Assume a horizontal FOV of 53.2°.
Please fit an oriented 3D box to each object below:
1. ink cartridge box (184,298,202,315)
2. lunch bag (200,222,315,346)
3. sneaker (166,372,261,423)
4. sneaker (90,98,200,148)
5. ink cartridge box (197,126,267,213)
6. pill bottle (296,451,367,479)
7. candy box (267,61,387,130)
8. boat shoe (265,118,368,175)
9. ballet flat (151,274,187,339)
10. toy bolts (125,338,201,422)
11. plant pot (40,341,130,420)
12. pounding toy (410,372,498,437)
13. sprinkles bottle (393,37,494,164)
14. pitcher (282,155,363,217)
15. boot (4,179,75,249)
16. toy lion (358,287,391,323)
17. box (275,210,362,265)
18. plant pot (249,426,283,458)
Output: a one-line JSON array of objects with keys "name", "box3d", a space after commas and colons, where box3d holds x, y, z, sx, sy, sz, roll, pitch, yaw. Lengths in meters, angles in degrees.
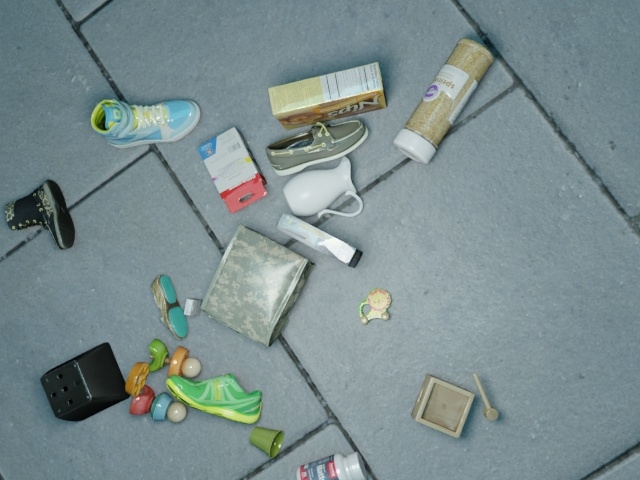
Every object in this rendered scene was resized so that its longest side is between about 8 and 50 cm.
[{"name": "ink cartridge box", "box3d": [-0.383, 0.199, 1.911, 0.028, 0.083, 0.048, 9, 87, 10]}, {"name": "lunch bag", "box3d": [-0.183, 0.136, 1.842, 0.235, 0.169, 0.287, 27, 86, 10]}, {"name": "sneaker", "box3d": [-0.304, 0.435, 1.841, 0.295, 0.109, 0.124, 25, 71, -23]}, {"name": "sneaker", "box3d": [-0.534, -0.365, 1.919, 0.319, 0.208, 0.127, -16, 82, 7]}, {"name": "ink cartridge box", "box3d": [-0.255, -0.205, 1.926, 0.134, 0.078, 0.231, -28, 82, 7]}, {"name": "pill bottle", "box3d": [0.033, 0.660, 1.794, 0.180, 0.108, 0.108, -22, 82, 7]}, {"name": "candy box", "box3d": [0.026, -0.410, 1.843, 0.316, 0.183, 0.088, -12, 85, 8]}, {"name": "boat shoe", "box3d": [-0.011, -0.287, 1.868, 0.305, 0.091, 0.109, -21, 40, 8]}, {"name": "ballet flat", "box3d": [-0.461, 0.207, 1.942, 0.067, 0.073, 0.206, -25, 78, 34]}, {"name": "toy bolts", "box3d": [-0.457, 0.435, 1.859, 0.158, 0.218, 0.229, 17, 106, 4]}, {"name": "plant pot", "box3d": [-0.716, 0.429, 1.907, 0.187, 0.167, 0.188, -26, 81, 6]}, {"name": "pounding toy", "box3d": [0.381, 0.444, 1.767, 0.206, 0.094, 0.181, 22, 84, 1]}, {"name": "sprinkles bottle", "box3d": [0.349, -0.394, 1.820, 0.121, 0.121, 0.355, 33, 91, 10]}, {"name": "pitcher", "box3d": [0.009, -0.127, 1.864, 0.207, 0.125, 0.178, -23, 97, -4]}, {"name": "boot", "box3d": [-0.884, -0.054, 2.016, 0.178, 0.085, 0.236, -23, 76, 9]}, {"name": "toy lion", "box3d": [0.158, 0.188, 1.852, 0.100, 0.034, 0.096, -12, 77, 9]}, {"name": "box", "box3d": [0.000, 0.000, 1.815, 0.231, 0.183, 0.056, 27, 90, 11]}, {"name": "plant pot", "box3d": [-0.161, 0.576, 1.853, 0.079, 0.083, 0.083, 15, 88, 22]}]
